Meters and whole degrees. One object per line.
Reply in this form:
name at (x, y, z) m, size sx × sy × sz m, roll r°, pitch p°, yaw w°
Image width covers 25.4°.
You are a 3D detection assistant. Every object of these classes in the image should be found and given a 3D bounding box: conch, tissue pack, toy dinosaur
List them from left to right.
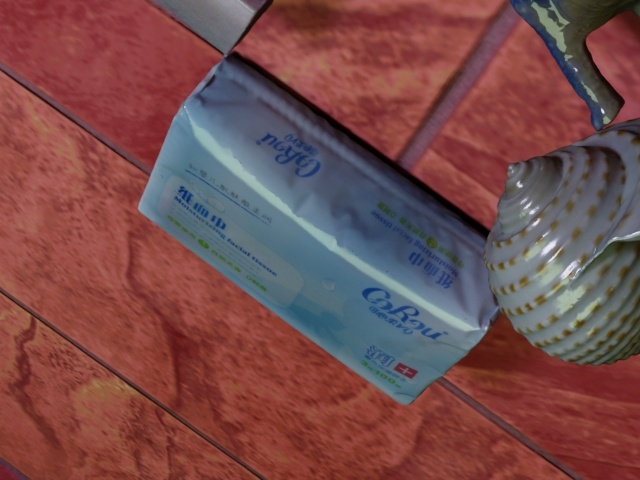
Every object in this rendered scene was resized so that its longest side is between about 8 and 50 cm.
tissue pack at (0.000, 0.000, 1.033) m, size 0.263 × 0.089 × 0.177 m, roll 35°, pitch 150°, yaw 1°
toy dinosaur at (0.122, -0.159, 0.682) m, size 0.188 × 0.075 × 0.247 m, roll 45°, pitch 158°, yaw 0°
conch at (0.188, 0.000, 0.783) m, size 0.200 × 0.131 × 0.172 m, roll 20°, pitch 136°, yaw -33°

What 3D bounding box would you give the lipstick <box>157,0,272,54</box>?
lipstick at (-0.155, -0.243, 0.857) m, size 0.317 × 0.066 × 0.068 m, roll 39°, pitch 152°, yaw -5°
